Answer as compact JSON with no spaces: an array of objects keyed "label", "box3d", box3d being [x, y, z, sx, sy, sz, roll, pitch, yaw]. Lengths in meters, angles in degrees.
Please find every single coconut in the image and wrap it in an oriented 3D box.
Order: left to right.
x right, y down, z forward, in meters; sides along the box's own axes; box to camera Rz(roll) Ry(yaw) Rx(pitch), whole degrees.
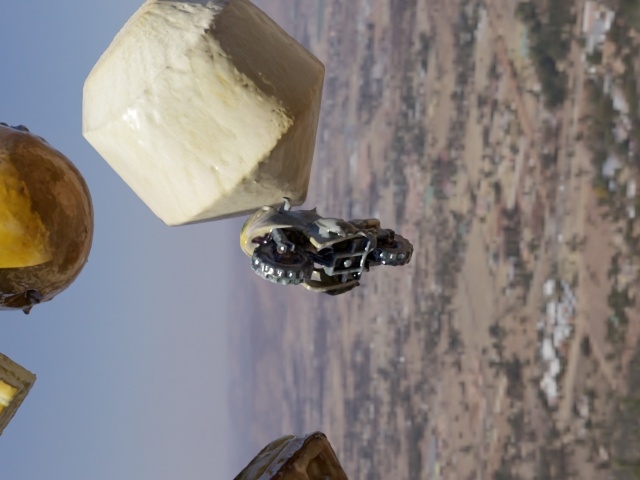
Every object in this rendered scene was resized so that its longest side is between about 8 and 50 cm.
[{"label":"coconut","box3d":[-0.133,-0.154,1.384,0.329,0.328,0.329,-179,90,-85]}]

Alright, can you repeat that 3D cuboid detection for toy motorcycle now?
[{"label":"toy motorcycle","box3d":[0.000,0.001,1.272,0.130,0.229,0.094,32,119,42]}]

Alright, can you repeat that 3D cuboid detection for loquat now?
[{"label":"loquat","box3d":[-0.536,-0.039,1.813,0.328,0.328,0.328,-179,90,-85]}]

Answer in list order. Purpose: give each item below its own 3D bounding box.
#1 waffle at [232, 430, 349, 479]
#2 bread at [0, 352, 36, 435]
[{"label":"waffle","box3d":[-0.059,0.367,1.139,0.308,0.091,0.213,-42,-68,-44]},{"label":"bread","box3d":[-0.633,0.261,1.758,0.239,0.246,0.111,-56,2,7]}]
